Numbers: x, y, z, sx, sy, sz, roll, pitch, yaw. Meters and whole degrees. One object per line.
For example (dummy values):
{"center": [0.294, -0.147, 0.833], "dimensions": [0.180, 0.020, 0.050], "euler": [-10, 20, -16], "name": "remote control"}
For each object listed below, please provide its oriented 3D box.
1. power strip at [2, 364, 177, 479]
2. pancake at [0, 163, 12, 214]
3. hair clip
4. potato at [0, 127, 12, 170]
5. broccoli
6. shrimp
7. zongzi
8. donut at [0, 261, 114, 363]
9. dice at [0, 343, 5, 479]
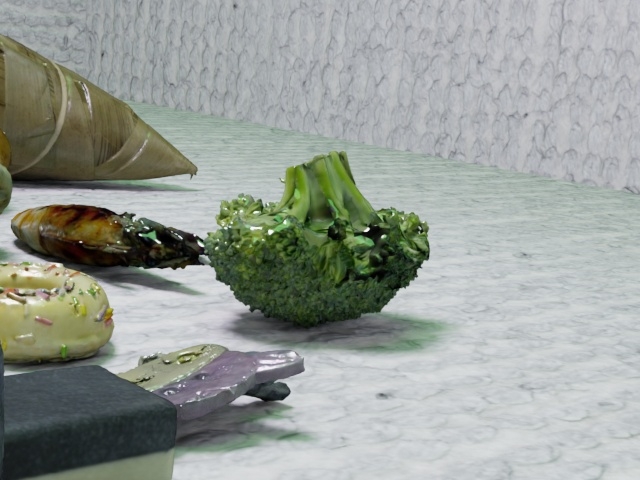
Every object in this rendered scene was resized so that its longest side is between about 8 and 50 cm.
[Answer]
{"center": [-0.211, 0.133, 0.820], "dimensions": [0.256, 0.070, 0.105], "euler": [-5, 17, -41], "name": "power strip"}
{"center": [-0.473, -0.052, 1.501], "dimensions": [0.253, 0.037, 0.253], "euler": [-8, -21, -3], "name": "pancake"}
{"center": [-0.101, 0.114, 1.032], "dimensions": [0.187, 0.056, 0.146], "euler": [-7, 9, -41], "name": "hair clip"}
{"center": [-0.553, -0.104, 1.741], "dimensions": [0.195, 0.176, 0.369], "euler": [35, 19, 6], "name": "potato"}
{"center": [0.002, 0.003, 1.358], "dimensions": [0.226, 0.176, 0.198], "euler": [-34, 18, -11], "name": "broccoli"}
{"center": [-0.229, -0.004, 1.611], "dimensions": [0.233, 0.071, 0.365], "euler": [4, 3, -43], "name": "shrimp"}
{"center": [-0.527, -0.171, 2.268], "dimensions": [0.467, 0.218, 0.500], "euler": [29, -18, -35], "name": "zongzi"}
{"center": [-0.269, 0.062, 1.188], "dimensions": [0.174, 0.068, 0.174], "euler": [6, 10, -1], "name": "donut"}
{"center": [-0.248, 0.110, 0.589], "dimensions": [0.182, 0.181, 0.183], "euler": [6, 12, 1], "name": "dice"}
